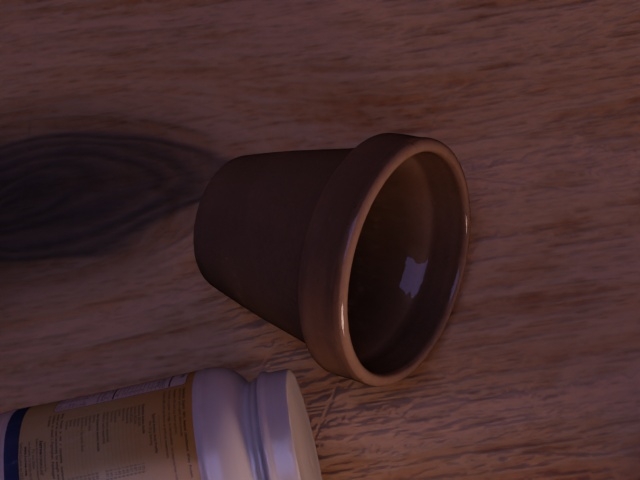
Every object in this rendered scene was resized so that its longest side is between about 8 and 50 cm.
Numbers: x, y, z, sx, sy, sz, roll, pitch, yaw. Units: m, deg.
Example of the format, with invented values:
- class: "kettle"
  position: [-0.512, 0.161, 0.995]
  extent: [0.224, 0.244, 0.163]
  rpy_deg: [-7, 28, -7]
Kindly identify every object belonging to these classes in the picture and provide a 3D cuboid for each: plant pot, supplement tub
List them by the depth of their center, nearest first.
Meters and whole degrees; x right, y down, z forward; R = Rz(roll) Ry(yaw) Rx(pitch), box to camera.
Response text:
- class: "supplement tub"
  position: [-0.163, 0.255, 1.638]
  extent: [0.316, 0.228, 0.228]
  rpy_deg: [-12, 72, 5]
- class: "plant pot"
  position: [0.000, 0.000, 1.701]
  extent: [0.229, 0.263, 0.263]
  rpy_deg: [15, 75, 31]
